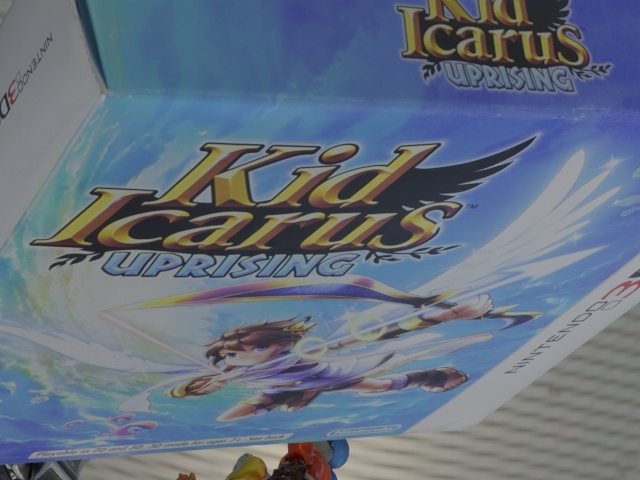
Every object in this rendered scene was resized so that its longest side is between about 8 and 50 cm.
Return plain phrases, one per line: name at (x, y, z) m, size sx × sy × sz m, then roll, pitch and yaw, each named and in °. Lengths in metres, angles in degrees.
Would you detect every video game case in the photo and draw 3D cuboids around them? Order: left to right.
video game case at (0.000, 0.000, 0.543) m, size 0.269 × 0.061 × 0.244 m, roll -1°, pitch 151°, yaw -32°

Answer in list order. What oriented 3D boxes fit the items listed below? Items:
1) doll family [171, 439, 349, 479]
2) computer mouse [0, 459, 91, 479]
doll family at (-0.058, 0.236, 1.037) m, size 0.118 × 0.163 × 0.263 m, roll 4°, pitch 92°, yaw 10°
computer mouse at (-0.154, 0.112, 0.833) m, size 0.042 × 0.193 × 0.106 m, roll -31°, pitch 101°, yaw 6°
